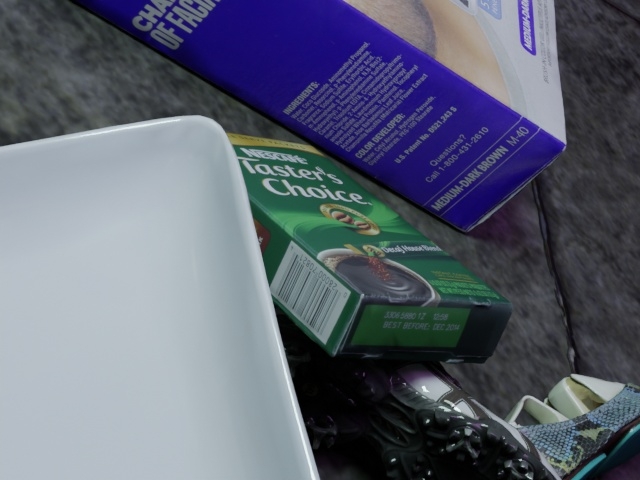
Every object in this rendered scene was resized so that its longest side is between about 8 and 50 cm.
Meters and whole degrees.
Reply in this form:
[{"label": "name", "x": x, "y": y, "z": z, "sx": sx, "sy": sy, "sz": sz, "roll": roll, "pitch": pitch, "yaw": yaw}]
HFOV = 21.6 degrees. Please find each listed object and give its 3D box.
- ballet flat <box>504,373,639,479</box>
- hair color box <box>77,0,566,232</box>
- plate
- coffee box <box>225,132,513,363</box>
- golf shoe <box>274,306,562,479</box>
[{"label": "ballet flat", "x": 0.148, "y": 0.110, "z": 0.974, "sx": 0.188, "sy": 0.070, "sz": 0.070, "roll": -17, "pitch": 69, "yaw": -54}, {"label": "hair color box", "x": -0.006, "y": -0.169, "z": 1.045, "sx": 0.339, "sy": 0.110, "sz": 0.185, "roll": 28, "pitch": 40, "yaw": -23}, {"label": "plate", "x": -0.141, "y": 0.092, "z": 0.598, "sx": 0.278, "sy": 0.045, "sz": 0.277, "roll": -11, "pitch": 56, "yaw": -9}, {"label": "coffee box", "x": 0.000, "y": 0.000, "z": 0.877, "sx": 0.113, "sy": 0.040, "sz": 0.184, "roll": 6, "pitch": 25, "yaw": -42}, {"label": "golf shoe", "x": 0.056, "y": 0.089, "z": 0.877, "sx": 0.198, "sy": 0.077, "sz": 0.094, "roll": 36, "pitch": 30, "yaw": -8}]
